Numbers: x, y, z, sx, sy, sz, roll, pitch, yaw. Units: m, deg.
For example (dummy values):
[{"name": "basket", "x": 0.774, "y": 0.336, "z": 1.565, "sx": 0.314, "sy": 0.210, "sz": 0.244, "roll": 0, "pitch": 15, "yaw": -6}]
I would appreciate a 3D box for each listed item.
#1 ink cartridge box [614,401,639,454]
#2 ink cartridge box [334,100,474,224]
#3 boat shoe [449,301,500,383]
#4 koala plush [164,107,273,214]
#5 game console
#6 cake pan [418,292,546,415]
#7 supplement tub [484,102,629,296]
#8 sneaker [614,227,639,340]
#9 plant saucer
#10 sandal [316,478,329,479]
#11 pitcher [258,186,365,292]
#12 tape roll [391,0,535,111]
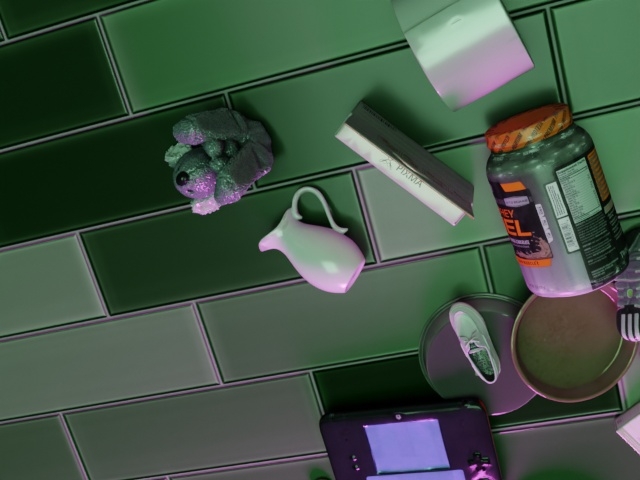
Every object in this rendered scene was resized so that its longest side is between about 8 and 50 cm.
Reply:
[{"name": "ink cartridge box", "x": 0.778, "y": 0.385, "z": 1.776, "sx": 0.171, "sy": 0.056, "sz": 0.235, "roll": 44, "pitch": 113, "yaw": -5}, {"name": "ink cartridge box", "x": 0.162, "y": -0.140, "z": 1.602, "sx": 0.296, "sy": 0.261, "sz": 0.066, "roll": 36, "pitch": 111, "yaw": -2}, {"name": "boat shoe", "x": 0.323, "y": 0.217, "z": 1.741, "sx": 0.066, "sy": 0.063, "sz": 0.184, "roll": -19, "pitch": 104, "yaw": 17}, {"name": "koala plush", "x": -0.228, "y": -0.156, "z": 1.739, "sx": 0.221, "sy": 0.203, "sz": 0.196, "roll": -32, "pitch": 91, "yaw": 40}, {"name": "game console", "x": 0.217, "y": 0.525, "z": 1.900, "sx": 0.387, "sy": 0.060, "sz": 0.341, "roll": -10, "pitch": 113, "yaw": 18}, {"name": "cake pan", "x": 0.359, "y": 0.259, "z": 1.813, "sx": 0.293, "sy": 0.054, "sz": 0.293, "roll": 4, "pitch": 110, "yaw": 10}, {"name": "supplement tub", "x": 0.447, "y": -0.078, "z": 1.597, "sx": 0.207, "sy": 0.207, "sz": 0.337, "roll": -19, "pitch": 103, "yaw": 16}, {"name": "sneaker", "x": 0.663, "y": 0.095, "z": 1.690, "sx": 0.086, "sy": 0.132, "sz": 0.228, "roll": -1, "pitch": 79, "yaw": 51}, {"name": "plant saucer", "x": 0.526, "y": 0.201, "z": 1.731, "sx": 0.278, "sy": 0.041, "sz": 0.277, "roll": -1, "pitch": 102, "yaw": -6}, {"name": "sandal", "x": 0.035, "y": 0.660, "z": 2.015, "sx": 0.072, "sy": 0.049, "sz": 0.180, "roll": -27, "pitch": 102, "yaw": 18}, {"name": "pitcher", "x": 0.000, "y": 0.000, "z": 1.767, "sx": 0.207, "sy": 0.125, "sz": 0.177, "roll": 32, "pitch": 97, "yaw": 11}, {"name": "tape roll", "x": 0.260, "y": -0.381, "z": 1.510, "sx": 0.169, "sy": 0.246, "sz": 0.246, "roll": -27, "pitch": 102, "yaw": 18}]
